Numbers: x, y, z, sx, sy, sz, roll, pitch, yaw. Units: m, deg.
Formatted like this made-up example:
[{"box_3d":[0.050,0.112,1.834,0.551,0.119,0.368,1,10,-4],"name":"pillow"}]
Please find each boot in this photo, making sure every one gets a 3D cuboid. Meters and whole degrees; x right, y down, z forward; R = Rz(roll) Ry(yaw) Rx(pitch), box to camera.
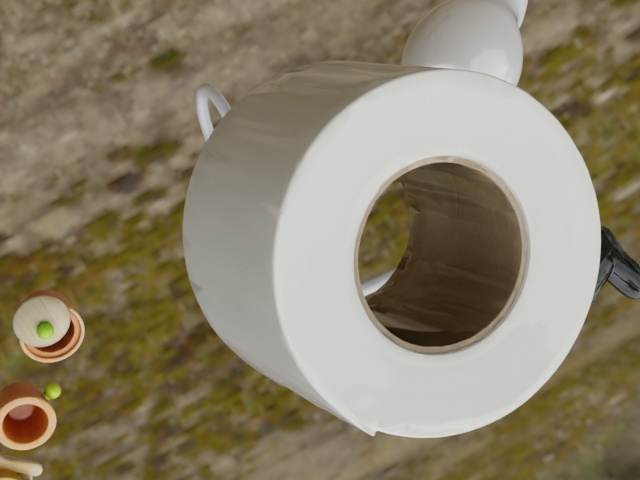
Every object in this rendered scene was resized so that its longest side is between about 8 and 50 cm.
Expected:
[{"box_3d":[0.364,0.048,2.110,0.045,0.121,0.099,-29,-169,47],"name":"boot"}]

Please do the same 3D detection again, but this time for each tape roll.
[{"box_3d":[0.046,-0.001,1.130,0.246,0.246,0.169,-25,-162,-19],"name":"tape roll"}]

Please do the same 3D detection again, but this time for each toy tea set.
[{"box_3d":[-0.382,0.206,1.867,0.200,0.124,0.336,11,111,-24],"name":"toy tea set"}]

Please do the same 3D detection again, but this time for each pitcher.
[{"box_3d":[0.163,-0.191,1.776,0.207,0.126,0.177,-64,156,-47],"name":"pitcher"}]

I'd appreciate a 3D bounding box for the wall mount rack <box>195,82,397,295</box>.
[{"box_3d":[0.000,0.000,1.611,0.130,0.350,0.304,-23,165,-14],"name":"wall mount rack"}]
